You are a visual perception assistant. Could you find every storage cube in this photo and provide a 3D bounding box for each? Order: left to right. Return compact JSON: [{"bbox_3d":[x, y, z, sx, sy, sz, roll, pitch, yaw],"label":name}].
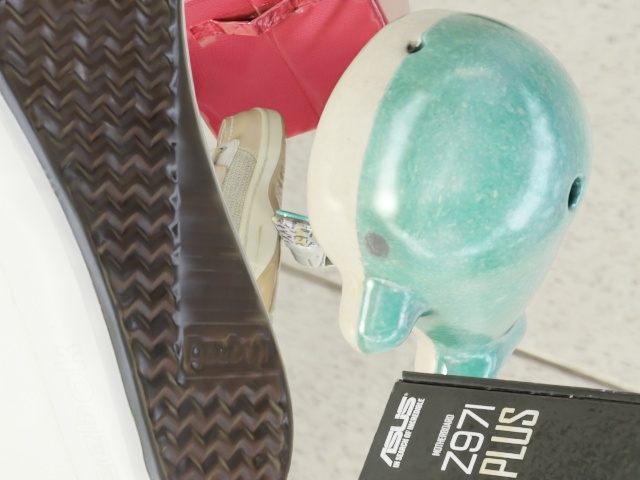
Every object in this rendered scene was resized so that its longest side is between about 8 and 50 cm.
[{"bbox_3d":[-0.037,-0.213,1.539,0.184,0.215,0.193,-17,140,13],"label":"storage cube"}]

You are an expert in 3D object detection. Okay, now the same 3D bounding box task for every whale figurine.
[{"bbox_3d":[0.094,-0.005,1.090,0.216,0.141,0.272,-51,142,-36],"label":"whale figurine"}]

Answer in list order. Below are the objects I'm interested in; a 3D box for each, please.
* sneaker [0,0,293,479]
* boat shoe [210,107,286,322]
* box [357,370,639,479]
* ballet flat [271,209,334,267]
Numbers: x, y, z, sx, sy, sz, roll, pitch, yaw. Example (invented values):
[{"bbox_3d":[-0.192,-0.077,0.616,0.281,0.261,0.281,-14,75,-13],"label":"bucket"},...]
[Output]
[{"bbox_3d":[-0.101,-0.045,0.498,0.106,0.123,0.290,-30,114,-50],"label":"sneaker"},{"bbox_3d":[-0.079,-0.020,1.355,0.098,0.302,0.109,6,118,-3],"label":"boat shoe"},{"bbox_3d":[0.081,0.154,0.776,0.077,0.147,0.180,50,54,-43],"label":"box"},{"bbox_3d":[0.000,0.000,1.269,0.114,0.041,0.041,0,99,-62],"label":"ballet flat"}]
